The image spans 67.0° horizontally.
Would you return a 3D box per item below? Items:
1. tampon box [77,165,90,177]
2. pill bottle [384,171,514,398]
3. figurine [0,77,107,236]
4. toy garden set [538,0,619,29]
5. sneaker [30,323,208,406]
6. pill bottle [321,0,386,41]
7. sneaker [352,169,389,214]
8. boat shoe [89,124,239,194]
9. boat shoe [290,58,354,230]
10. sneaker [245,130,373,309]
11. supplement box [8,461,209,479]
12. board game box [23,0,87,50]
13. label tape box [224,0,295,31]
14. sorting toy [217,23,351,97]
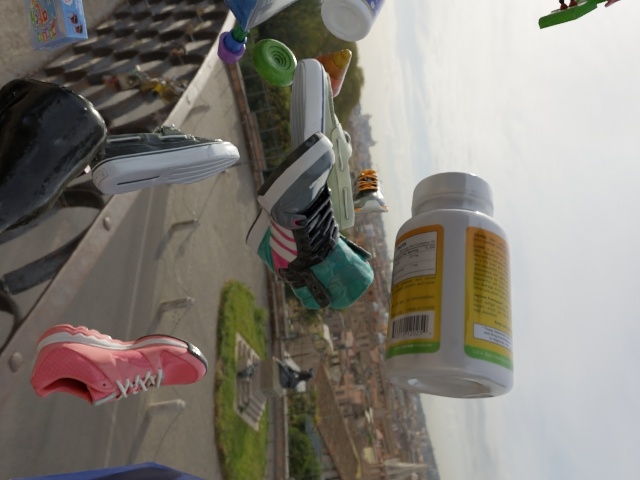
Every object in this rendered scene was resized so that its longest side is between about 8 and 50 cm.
[{"bbox_3d":[-0.718,-0.262,1.366,0.120,0.101,0.161,-79,145,-59],"label":"tampon box"},{"bbox_3d":[0.153,0.048,0.571,0.136,0.136,0.246,65,30,-59],"label":"pill bottle"},{"bbox_3d":[-0.312,-0.060,0.359,0.092,0.214,0.210,-49,-162,51],"label":"figurine"},{"bbox_3d":[0.529,-0.457,0.820,0.049,0.244,0.204,60,-1,-17],"label":"toy garden set"},{"bbox_3d":[-0.374,0.256,0.908,0.136,0.313,0.116,-99,-156,-51],"label":"sneaker"},{"bbox_3d":[0.086,-0.523,1.011,0.187,0.111,0.112,-65,157,-21],"label":"pill bottle"},{"bbox_3d":[0.102,-0.105,1.047,0.215,0.084,0.083,-83,172,-76],"label":"sneaker"},{"bbox_3d":[-0.316,-0.187,1.006,0.335,0.121,0.119,-19,78,-49],"label":"boat shoe"},{"bbox_3d":[0.006,-0.157,0.846,0.109,0.094,0.303,-133,-143,-64],"label":"boat shoe"},{"bbox_3d":[0.000,0.000,0.636,0.178,0.124,0.295,43,-25,5],"label":"sneaker"},{"bbox_3d":[-0.228,0.447,0.502,0.194,0.195,0.357,25,67,-53],"label":"supplement box"},{"bbox_3d":[-0.450,-0.435,0.796,0.039,0.160,0.212,-19,111,-45],"label":"board game box"},{"bbox_3d":[-0.022,-0.470,0.603,0.249,0.347,0.115,55,-15,-11],"label":"label tape box"},{"bbox_3d":[-0.064,-0.456,1.177,0.365,0.126,0.127,3,72,-36],"label":"sorting toy"}]
